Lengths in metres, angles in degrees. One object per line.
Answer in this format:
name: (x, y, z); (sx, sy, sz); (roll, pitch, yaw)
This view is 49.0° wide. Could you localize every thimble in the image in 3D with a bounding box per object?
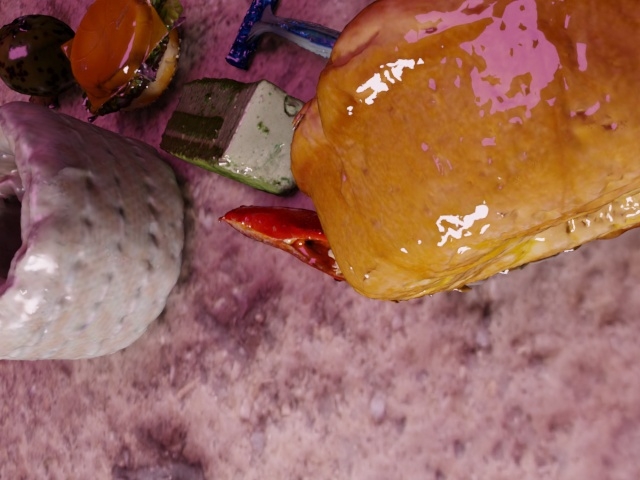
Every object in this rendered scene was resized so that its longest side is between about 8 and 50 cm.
thimble: (-0.309, 0.001, 0.800); (0.291, 0.195, 0.292); (-12, 72, 38)

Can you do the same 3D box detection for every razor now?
razor: (0.016, -0.191, 0.705); (0.324, 0.056, 0.093); (28, 93, 37)

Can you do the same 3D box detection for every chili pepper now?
chili pepper: (0.000, 0.000, 0.671); (0.267, 0.059, 0.050); (17, 50, 41)

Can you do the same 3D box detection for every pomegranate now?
pomegranate: (-0.397, -0.245, 0.995); (0.122, 0.122, 0.162); (60, 150, 31)

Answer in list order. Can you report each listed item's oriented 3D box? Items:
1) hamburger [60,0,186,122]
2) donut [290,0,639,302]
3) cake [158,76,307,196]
hamburger: (-0.237, -0.236, 0.875); (0.189, 0.093, 0.164); (-34, 62, 26)
donut: (0.140, -0.073, 0.448); (0.317, 0.299, 0.150); (-44, 62, 58)
cake: (-0.118, -0.129, 0.758); (0.235, 0.099, 0.100); (23, 90, 39)
